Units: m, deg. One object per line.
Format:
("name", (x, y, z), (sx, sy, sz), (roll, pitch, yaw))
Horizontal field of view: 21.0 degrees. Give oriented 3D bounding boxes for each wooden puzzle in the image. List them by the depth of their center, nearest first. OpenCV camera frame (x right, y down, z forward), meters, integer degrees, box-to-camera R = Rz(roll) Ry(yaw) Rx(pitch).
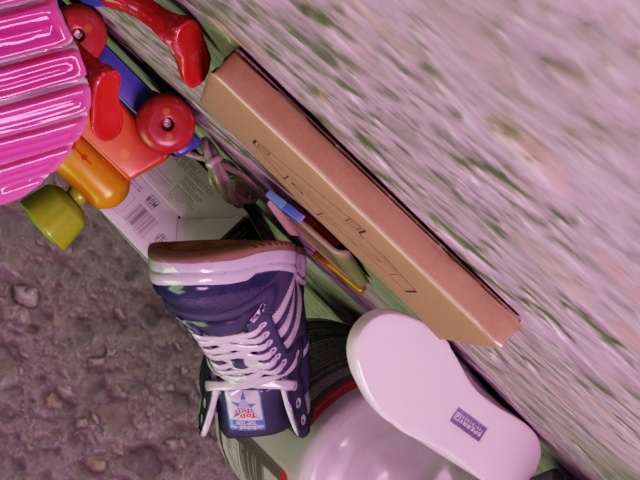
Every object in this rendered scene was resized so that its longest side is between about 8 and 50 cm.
("wooden puzzle", (0.000, 0.000, 1.210), (0.078, 0.014, 0.116), (37, 173, 18))

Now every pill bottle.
("pill bottle", (0.010, 0.168, 1.521), (0.176, 0.176, 0.318), (46, 174, -23))

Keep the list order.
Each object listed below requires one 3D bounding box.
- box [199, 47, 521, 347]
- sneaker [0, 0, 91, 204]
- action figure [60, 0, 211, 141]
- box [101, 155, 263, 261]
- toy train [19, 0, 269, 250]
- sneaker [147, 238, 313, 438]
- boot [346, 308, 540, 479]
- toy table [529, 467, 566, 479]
("box", (0.015, -0.019, 0.939), (0.201, 0.021, 0.164), (43, 174, -4))
("sneaker", (-0.176, -0.131, 0.846), (0.111, 0.103, 0.252), (-121, 27, -49))
("action figure", (-0.180, -0.132, 0.996), (0.280, 0.091, 0.139), (41, 151, 30))
("box", (-0.128, -0.014, 1.558), (0.169, 0.087, 0.290), (45, 174, 15))
("toy train", (-0.151, -0.047, 1.238), (0.248, 0.143, 0.105), (45, 174, -16))
("sneaker", (-0.062, 0.077, 1.295), (0.099, 0.153, 0.282), (1, 178, 10))
("boot", (0.068, 0.104, 1.194), (0.190, 0.069, 0.086), (45, 171, -32))
("toy table", (0.130, 0.292, 1.203), (0.252, 0.161, 0.274), (61, -168, -19))
